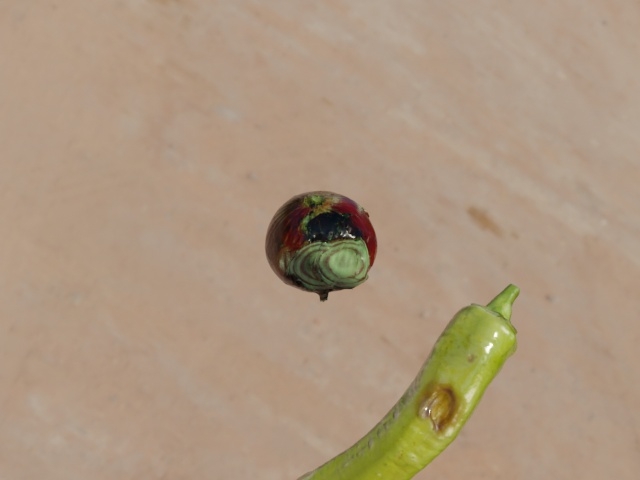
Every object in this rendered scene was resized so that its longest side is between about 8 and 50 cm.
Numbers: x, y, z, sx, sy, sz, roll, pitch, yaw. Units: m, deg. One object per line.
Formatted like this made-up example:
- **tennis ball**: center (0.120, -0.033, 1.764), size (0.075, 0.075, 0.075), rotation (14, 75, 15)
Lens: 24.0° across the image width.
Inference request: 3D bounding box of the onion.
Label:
- **onion**: center (0.000, 0.000, 1.581), size (0.117, 0.118, 0.118), rotation (2, 32, -10)

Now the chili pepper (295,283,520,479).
- **chili pepper**: center (0.030, 0.104, 0.761), size (0.049, 0.208, 0.043), rotation (51, 17, 19)
